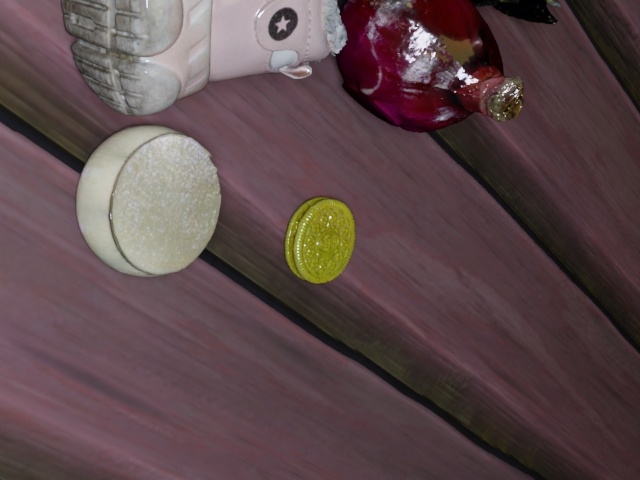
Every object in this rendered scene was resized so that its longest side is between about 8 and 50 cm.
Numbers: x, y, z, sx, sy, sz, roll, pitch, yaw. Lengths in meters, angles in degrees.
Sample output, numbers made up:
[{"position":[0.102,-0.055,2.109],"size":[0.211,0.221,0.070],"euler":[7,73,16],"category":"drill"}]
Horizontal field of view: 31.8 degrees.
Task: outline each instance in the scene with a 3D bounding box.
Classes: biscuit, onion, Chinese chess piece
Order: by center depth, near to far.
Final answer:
[{"position":[-0.137,-0.031,0.896],"size":[0.122,0.051,0.122],"euler":[-14,109,-46],"category":"Chinese chess piece"},{"position":[0.096,-0.154,1.017],"size":[0.135,0.198,0.173],"euler":[-41,139,7],"category":"onion"},{"position":[0.000,0.000,1.071],"size":[0.084,0.023,0.084],"euler":[-17,114,-45],"category":"biscuit"}]

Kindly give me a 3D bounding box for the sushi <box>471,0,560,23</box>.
[{"position":[0.191,-0.287,1.132],"size":[0.212,0.115,0.147],"euler":[-21,115,-43],"category":"sushi"}]

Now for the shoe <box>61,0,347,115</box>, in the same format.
[{"position":[-0.076,-0.270,0.801],"size":[0.198,0.172,0.351],"euler":[-11,121,-35],"category":"shoe"}]
